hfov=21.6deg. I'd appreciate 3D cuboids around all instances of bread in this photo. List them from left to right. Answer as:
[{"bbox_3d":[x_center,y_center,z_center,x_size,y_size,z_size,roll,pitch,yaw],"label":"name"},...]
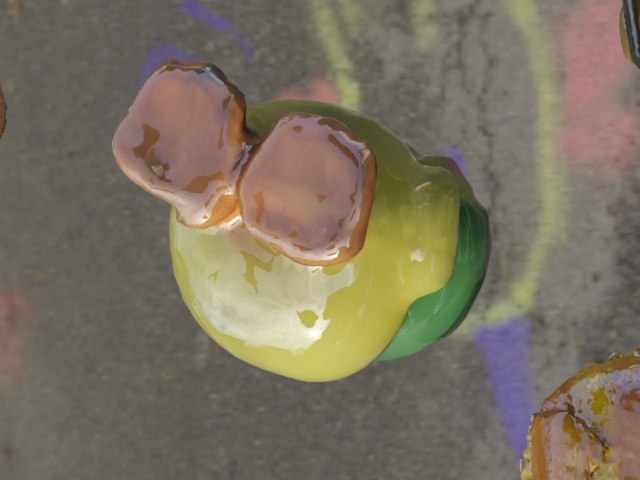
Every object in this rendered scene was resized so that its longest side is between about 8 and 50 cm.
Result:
[{"bbox_3d":[0.258,0.237,1.371,0.204,0.156,0.288,-9,76,14],"label":"bread"}]

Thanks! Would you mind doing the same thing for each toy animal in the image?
[{"bbox_3d":[0.000,0.003,1.194,0.216,0.338,0.191,21,90,24],"label":"toy animal"}]

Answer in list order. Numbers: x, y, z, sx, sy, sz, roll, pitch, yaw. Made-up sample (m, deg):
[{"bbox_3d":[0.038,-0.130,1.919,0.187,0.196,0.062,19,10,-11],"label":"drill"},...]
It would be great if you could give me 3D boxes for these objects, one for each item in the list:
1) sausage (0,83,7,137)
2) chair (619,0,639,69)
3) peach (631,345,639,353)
[{"bbox_3d":[-0.242,-0.014,0.666,0.086,0.289,0.086,18,122,32],"label":"sausage"},{"bbox_3d":[0.262,-0.192,1.034,0.172,0.158,0.247,-121,19,-60],"label":"chair"},{"bbox_3d":[0.446,0.270,1.801,0.290,0.372,0.373,-43,62,46],"label":"peach"}]
